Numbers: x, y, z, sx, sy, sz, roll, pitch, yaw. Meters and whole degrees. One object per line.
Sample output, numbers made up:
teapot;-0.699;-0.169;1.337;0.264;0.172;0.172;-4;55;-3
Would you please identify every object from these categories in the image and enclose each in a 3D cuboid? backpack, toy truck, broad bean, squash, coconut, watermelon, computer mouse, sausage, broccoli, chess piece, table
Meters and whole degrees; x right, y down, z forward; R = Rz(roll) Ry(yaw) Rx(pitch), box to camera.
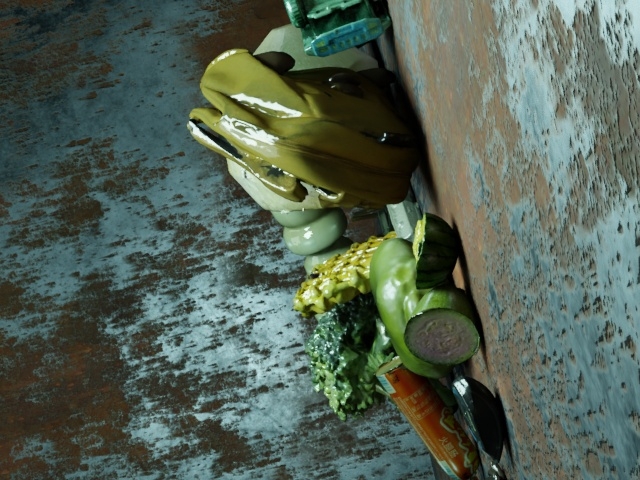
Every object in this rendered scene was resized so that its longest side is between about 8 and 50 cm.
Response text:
backpack;-0.005;-0.177;1.838;0.378;0.353;0.201;34;112;41
toy truck;0.019;-0.408;1.888;0.156;0.154;0.279;64;-171;-45
broad bean;0.153;0.106;1.878;0.291;0.119;0.238;67;-179;-74
squash;0.173;0.092;1.609;0.132;0.105;0.105;-73;-25;-52
coconut;-0.034;-0.234;2.183;0.352;0.352;0.353;-13;-90;-90
watermelon;0.156;0.015;1.591;0.105;0.062;0.106;4;-90;-87
computer mouse;0.216;0.232;1.555;0.079;0.047;0.135;-123;10;-70
sausage;0.194;0.313;2.019;0.264;0.083;0.083;55;-177;-8
broccoli;0.111;0.216;2.232;0.317;0.277;0.338;45;163;52
chess piece;0.000;0.000;2.405;0.330;0.182;0.182;61;-173;-24
table;0.119;-0.062;2.478;0.240;0.111;0.122;76;180;-68

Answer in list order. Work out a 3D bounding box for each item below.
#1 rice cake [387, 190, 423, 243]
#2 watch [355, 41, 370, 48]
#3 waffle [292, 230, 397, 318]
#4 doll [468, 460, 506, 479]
rice cake;0.148;-0.056;2.096;0.256;0.057;0.052;-102;17;-57
watch;0.038;-0.448;2.292;0.152;0.131;0.165;54;-170;-37
waffle;0.061;0.058;2.142;0.283;0.309;0.065;-14;103;60
doll;0.248;0.380;1.628;0.165;0.057;0.139;-164;64;-85
